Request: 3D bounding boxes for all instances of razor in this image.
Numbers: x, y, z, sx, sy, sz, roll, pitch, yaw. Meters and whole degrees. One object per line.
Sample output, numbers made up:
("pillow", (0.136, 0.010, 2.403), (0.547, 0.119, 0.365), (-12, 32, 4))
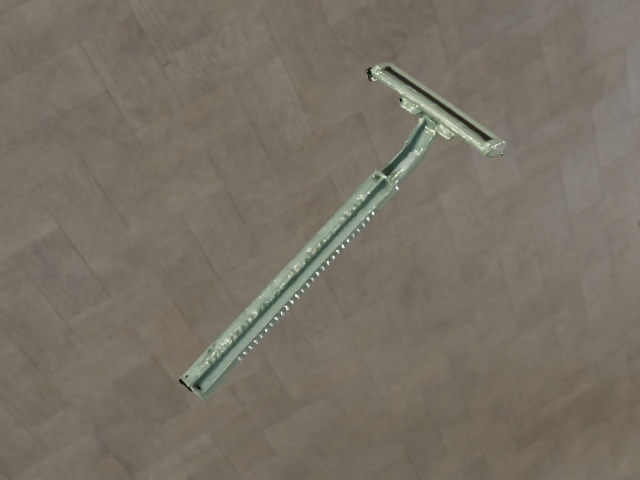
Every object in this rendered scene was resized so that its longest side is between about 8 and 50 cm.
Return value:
("razor", (0.001, 0.003, 0.509), (0.211, 0.084, 0.036), (-49, 158, -4))
